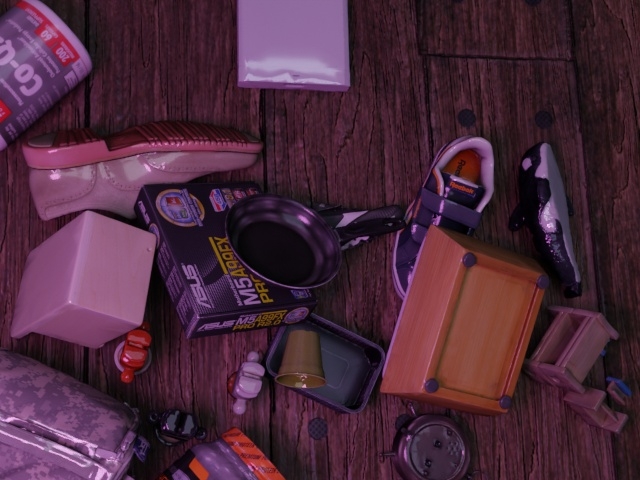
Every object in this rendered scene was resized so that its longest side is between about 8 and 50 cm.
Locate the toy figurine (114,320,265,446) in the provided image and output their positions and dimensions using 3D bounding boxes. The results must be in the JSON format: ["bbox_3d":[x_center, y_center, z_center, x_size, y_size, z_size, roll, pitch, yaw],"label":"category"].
[{"bbox_3d":[-0.208,0.206,1.490,0.209,0.148,0.213,-31,84,-21],"label":"toy figurine"}]

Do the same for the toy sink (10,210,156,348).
[{"bbox_3d":[-0.371,0.075,1.455,0.131,0.234,0.152,22,59,-32],"label":"toy sink"}]

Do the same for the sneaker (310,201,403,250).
[{"bbox_3d":[0.031,-0.029,1.610,0.234,0.078,0.106,-25,87,-12],"label":"sneaker"}]

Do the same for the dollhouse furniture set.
[{"bbox_3d":[0.462,0.224,1.636,0.184,0.129,0.129,45,73,-25],"label":"dollhouse furniture set"}]

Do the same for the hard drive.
[{"bbox_3d":[-0.051,-0.427,1.693,0.203,0.040,0.307,1,80,-11],"label":"hard drive"}]

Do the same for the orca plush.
[{"bbox_3d":[0.401,-0.029,1.696,0.151,0.102,0.287,-23,96,-59],"label":"orca plush"}]

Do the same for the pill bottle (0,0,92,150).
[{"bbox_3d":[-0.525,-0.247,1.503,0.161,0.161,0.283,43,75,0],"label":"pill bottle"}]

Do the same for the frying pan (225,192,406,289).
[{"bbox_3d":[-0.022,-0.019,1.514,0.197,0.053,0.326,43,42,14],"label":"frying pan"}]

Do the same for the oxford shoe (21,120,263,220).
[{"bbox_3d":[-0.290,-0.117,1.561,0.397,0.140,0.146,-6,111,-17],"label":"oxford shoe"}]

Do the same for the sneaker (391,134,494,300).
[{"bbox_3d":[0.216,-0.041,1.625,0.126,0.127,0.321,19,78,-8],"label":"sneaker"}]

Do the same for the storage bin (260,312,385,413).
[{"bbox_3d":[0.002,0.204,1.556,0.180,0.084,0.122,27,75,-6],"label":"storage bin"}]

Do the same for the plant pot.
[{"bbox_3d":[-0.028,0.187,1.475,0.083,0.083,0.079,9,66,-9],"label":"plant pot"}]

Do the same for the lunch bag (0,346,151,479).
[{"bbox_3d":[-0.414,0.298,1.364,0.305,0.256,0.212,25,76,-4],"label":"lunch bag"}]

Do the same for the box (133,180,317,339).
[{"bbox_3d":[-0.154,0.022,1.481,0.216,0.060,0.270,-3,51,-34],"label":"box"}]

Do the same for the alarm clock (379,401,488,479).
[{"bbox_3d":[0.207,0.371,1.576,0.192,0.064,0.129,33,75,-6],"label":"alarm clock"}]

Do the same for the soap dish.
[{"bbox_3d":[0.246,0.143,1.544,0.229,0.118,0.290,18,89,-27],"label":"soap dish"}]

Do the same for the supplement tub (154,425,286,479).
[{"bbox_3d":[-0.200,0.446,1.413,0.316,0.193,0.193,-41,89,-16],"label":"supplement tub"}]
